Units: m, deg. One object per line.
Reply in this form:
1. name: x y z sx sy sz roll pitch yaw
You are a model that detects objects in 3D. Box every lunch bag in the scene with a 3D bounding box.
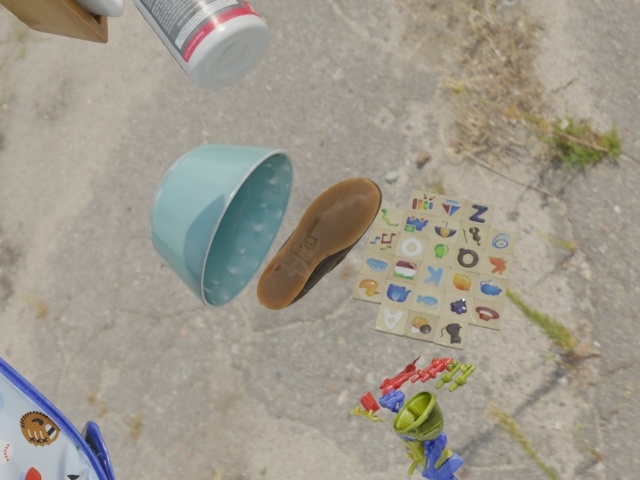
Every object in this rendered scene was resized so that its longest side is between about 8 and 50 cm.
1. lunch bag: -0.427 0.343 1.271 0.385 0.239 0.328 40 144 5

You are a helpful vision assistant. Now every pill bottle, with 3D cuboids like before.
1. pill bottle: -0.250 -0.454 1.791 0.176 0.176 0.319 -42 73 18

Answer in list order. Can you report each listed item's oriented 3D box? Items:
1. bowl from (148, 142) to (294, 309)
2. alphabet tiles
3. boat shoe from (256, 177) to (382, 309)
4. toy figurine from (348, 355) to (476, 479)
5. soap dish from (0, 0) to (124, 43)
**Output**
1. bowl: -0.192 -0.050 1.698 0.163 0.311 0.312 26 90 14
2. alphabet tiles: 0.226 0.049 1.847 0.285 0.011 0.343 12 56 10
3. boat shoe: 0.000 0.000 1.171 0.207 0.073 0.073 -45 82 16
4. toy figurine: 0.217 0.353 1.722 0.191 0.362 0.217 -34 93 -15
5. soap dish: -0.304 -0.376 0.978 0.118 0.229 0.291 -10 73 13
